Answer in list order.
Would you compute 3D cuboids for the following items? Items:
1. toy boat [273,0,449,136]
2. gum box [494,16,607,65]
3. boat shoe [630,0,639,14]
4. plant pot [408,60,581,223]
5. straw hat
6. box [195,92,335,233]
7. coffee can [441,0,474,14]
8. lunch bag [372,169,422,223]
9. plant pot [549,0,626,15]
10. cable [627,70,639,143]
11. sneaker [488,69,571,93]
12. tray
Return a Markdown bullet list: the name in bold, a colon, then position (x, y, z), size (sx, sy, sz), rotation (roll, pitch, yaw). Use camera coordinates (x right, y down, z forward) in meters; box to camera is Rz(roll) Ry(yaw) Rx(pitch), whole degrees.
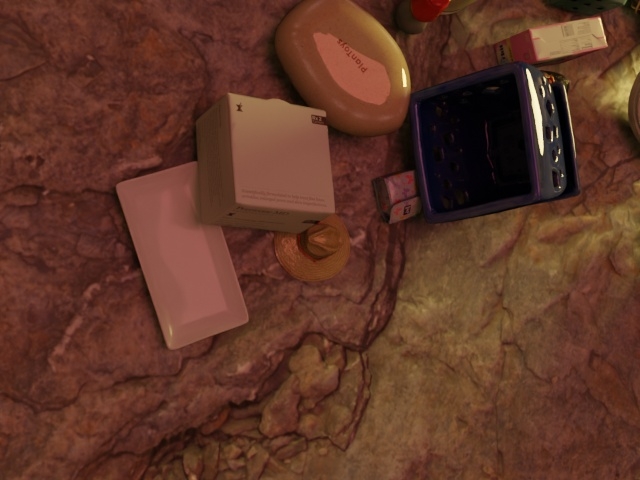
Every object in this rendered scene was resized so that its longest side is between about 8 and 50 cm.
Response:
- **toy boat**: position (0.087, -0.326, 1.682), size (0.318, 0.148, 0.267), rotation (-40, 98, -17)
- **gum box**: position (0.440, -0.370, 1.868), size (0.188, 0.107, 0.062), rotation (-15, 92, -27)
- **boat shoe**: position (0.674, -0.514, 2.002), size (0.096, 0.116, 0.324), rotation (-12, 96, -8)
- **plant pot**: position (0.313, -0.161, 1.705), size (0.212, 0.236, 0.236), rotation (-3, 85, -49)
- **straw hat**: position (0.000, 0.000, 1.636), size (0.144, 0.061, 0.145), rotation (2, 85, -27)
- **box**: position (-0.088, -0.117, 1.546), size (0.181, 0.119, 0.182), rotation (6, 70, -32)
- **coffee can**: position (0.273, -0.527, 1.706), size (0.201, 0.275, 0.202), rotation (3, 83, -26)
- **lunch bag**: position (0.138, -0.077, 1.719), size (0.071, 0.053, 0.083), rotation (-16, 101, -26)
- **plant pot**: position (0.527, -0.568, 1.905), size (0.165, 0.165, 0.234), rotation (9, 84, -26)
- **cable**: position (0.745, -0.271, 1.954), size (0.257, 0.089, 0.257), rotation (28, 106, 0)
- **sneaker**: position (0.393, -0.282, 1.851), size (0.214, 0.083, 0.084), rotation (-12, 89, -29)
- **tray**: position (-0.217, 0.023, 1.542), size (0.145, 0.030, 0.270), rotation (-19, 93, -28)
